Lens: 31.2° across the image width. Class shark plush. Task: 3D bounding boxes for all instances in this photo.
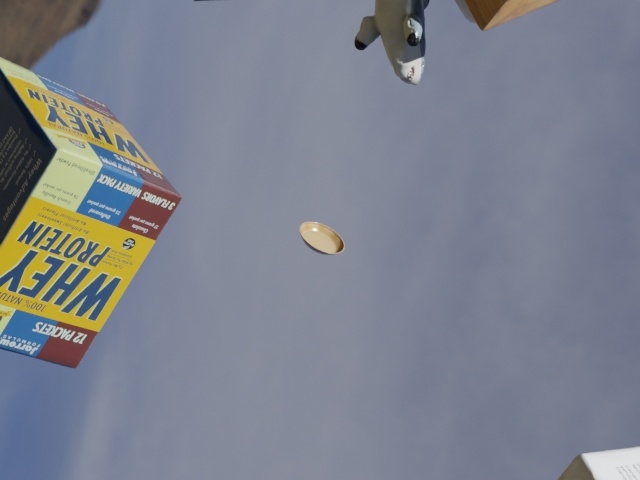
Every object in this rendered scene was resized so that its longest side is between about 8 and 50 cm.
[{"bbox_3d":[0.080,-0.235,1.105,0.073,0.067,0.161,-11,-107,39],"label":"shark plush"}]

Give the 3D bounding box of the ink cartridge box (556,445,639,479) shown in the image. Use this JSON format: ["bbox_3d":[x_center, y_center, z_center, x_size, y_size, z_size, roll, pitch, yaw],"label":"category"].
[{"bbox_3d":[0.296,0.243,0.787,0.197,0.273,0.114,60,-45,37],"label":"ink cartridge box"}]

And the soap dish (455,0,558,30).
[{"bbox_3d":[0.179,-0.367,1.082,0.229,0.290,0.118,-27,-179,-33],"label":"soap dish"}]

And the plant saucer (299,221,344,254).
[{"bbox_3d":[0.000,0.000,1.930,0.083,0.083,0.015,-99,-148,-54],"label":"plant saucer"}]

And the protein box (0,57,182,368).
[{"bbox_3d":[-0.268,-0.028,1.068,0.199,0.136,0.201,-56,-137,12],"label":"protein box"}]
